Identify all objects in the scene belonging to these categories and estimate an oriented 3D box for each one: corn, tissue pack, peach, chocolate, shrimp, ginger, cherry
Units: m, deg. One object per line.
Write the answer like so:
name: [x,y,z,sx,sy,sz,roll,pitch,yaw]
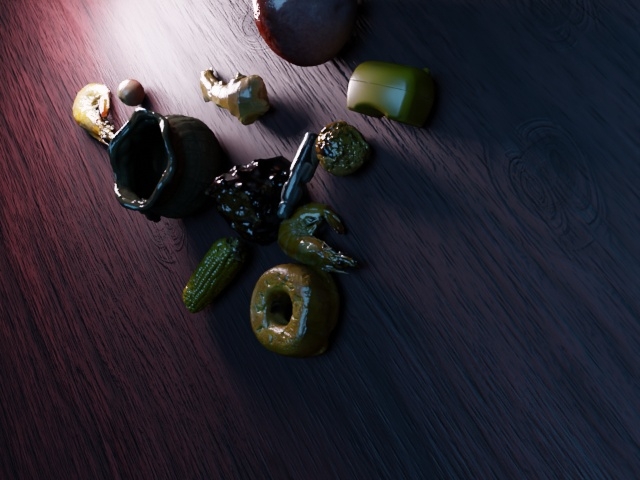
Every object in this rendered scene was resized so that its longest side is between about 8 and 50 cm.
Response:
corn: [-0.269,0.084,1.926,0.261,0.097,0.097,-51,57,29]
tissue pack: [0.150,-0.319,1.615,0.178,0.123,0.127,20,101,40]
peach: [-0.557,-0.436,2.232,0.083,0.083,0.083,-6,81,38]
chocolate: [-0.184,-0.100,1.827,0.224,0.177,0.206,-22,71,37]
shrimp: [-0.682,-0.395,2.347,0.287,0.063,0.152,39,97,37]
ginger: [-0.235,-0.390,1.967,0.294,0.086,0.131,34,128,41]
cherry: [-0.038,-0.516,1.725,0.239,0.239,0.206,-46,67,25]
shrimp: [0.000,0.000,1.730,0.249,0.068,0.150,37,90,35]

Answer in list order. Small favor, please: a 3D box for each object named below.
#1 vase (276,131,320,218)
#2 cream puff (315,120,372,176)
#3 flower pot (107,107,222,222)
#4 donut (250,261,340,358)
vase: [-0.050,-0.149,1.772,0.060,0.060,0.211,21,85,39]
cream puff: [0.046,-0.204,1.703,0.133,0.104,0.119,36,100,35]
flower pot: [-0.416,-0.195,2.002,0.302,0.213,0.301,-6,81,38]
donut: [-0.060,0.159,1.735,0.227,0.114,0.226,-5,82,40]
